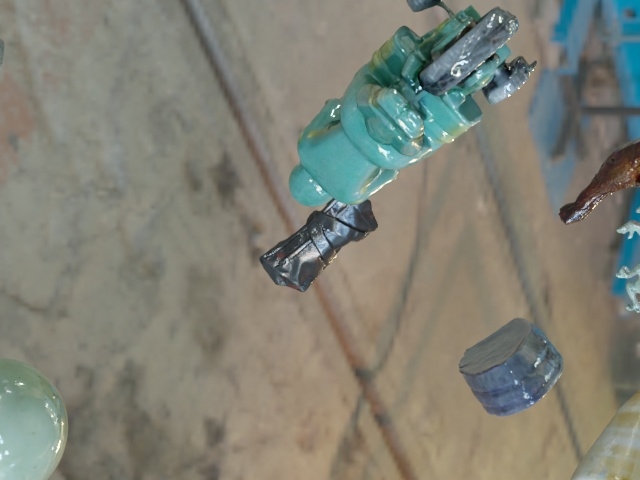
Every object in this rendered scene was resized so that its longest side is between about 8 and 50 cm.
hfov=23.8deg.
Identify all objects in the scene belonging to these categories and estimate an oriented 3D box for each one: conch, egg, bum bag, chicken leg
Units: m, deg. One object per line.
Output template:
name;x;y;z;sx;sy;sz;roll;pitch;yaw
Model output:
conch;0.486;0.336;2.316;0.158;0.127;0.255;27;93;-25
egg;-0.329;0.190;1.501;0.149;0.192;0.149;14;63;-30
bum bag;0.000;0.000;1.418;0.058;0.124;0.034;41;23;-18
chicken leg;0.336;-0.073;1.601;0.053;0.205;0.093;36;59;-14

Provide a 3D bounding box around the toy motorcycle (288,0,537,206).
toy motorcycle;0.055;-0.106;1.185;0.198;0.109;0.296;-42;-177;-12

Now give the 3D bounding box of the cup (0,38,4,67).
cup;-0.352;-0.161;1.328;0.129;0.095;0.128;40;17;-26

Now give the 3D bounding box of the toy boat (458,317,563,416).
toy boat;0.255;0.171;2.013;0.078;0.127;0.283;57;5;-2

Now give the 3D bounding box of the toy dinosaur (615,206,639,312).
toy dinosaur;0.531;0.006;2.284;0.242;0.167;0.053;-53;-179;-3
